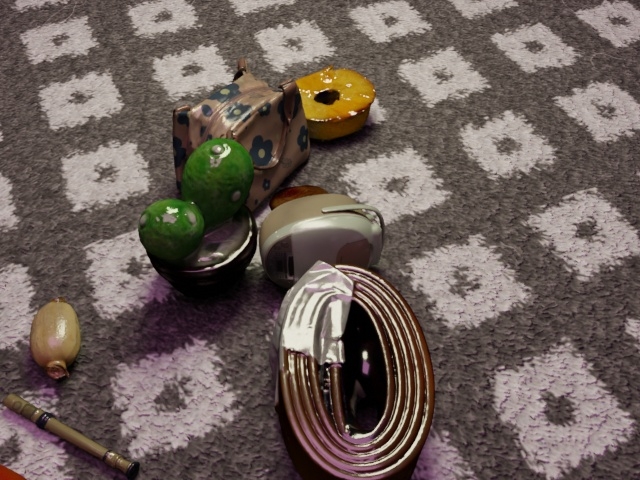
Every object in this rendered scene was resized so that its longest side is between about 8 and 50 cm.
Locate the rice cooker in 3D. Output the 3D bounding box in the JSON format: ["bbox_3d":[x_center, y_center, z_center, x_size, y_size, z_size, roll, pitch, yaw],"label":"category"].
[{"bbox_3d":[0.000,0.000,1.079,0.206,0.145,0.127,-13,41,-16],"label":"rice cooker"}]

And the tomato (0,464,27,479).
[{"bbox_3d":[-0.410,0.375,0.740,0.260,0.180,0.259,-6,46,6],"label":"tomato"}]

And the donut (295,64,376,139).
[{"bbox_3d":[0.016,-0.270,1.351,0.190,0.074,0.174,-33,56,-24],"label":"donut"}]

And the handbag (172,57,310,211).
[{"bbox_3d":[-0.145,-0.192,1.209,0.190,0.193,0.251,29,56,18],"label":"handbag"}]

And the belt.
[{"bbox_3d":[0.039,0.191,0.935,0.217,0.122,0.338,-4,51,-6],"label":"belt"}]

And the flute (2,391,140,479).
[{"bbox_3d":[-0.351,0.269,0.928,0.233,0.027,0.027,22,53,18],"label":"flute"}]

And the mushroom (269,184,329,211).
[{"bbox_3d":[-0.033,-0.070,1.173,0.123,0.052,0.123,2,19,-1],"label":"mushroom"}]

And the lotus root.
[{"bbox_3d":[-0.401,0.147,1.008,0.073,0.062,0.150,-12,49,-10],"label":"lotus root"}]

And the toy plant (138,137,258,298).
[{"bbox_3d":[-0.184,-0.027,1.042,0.175,0.235,0.218,26,55,19],"label":"toy plant"}]
